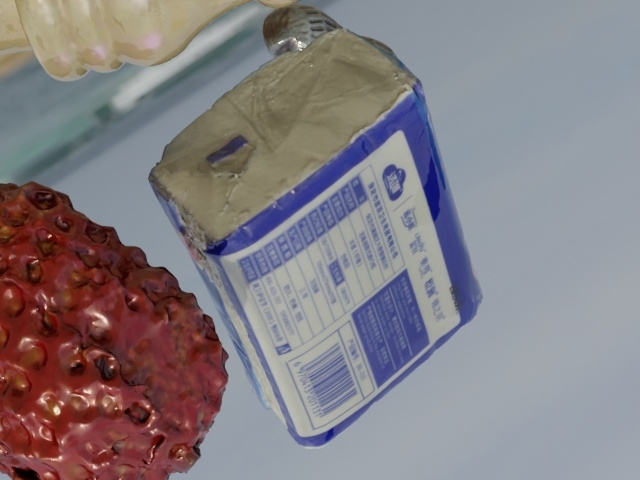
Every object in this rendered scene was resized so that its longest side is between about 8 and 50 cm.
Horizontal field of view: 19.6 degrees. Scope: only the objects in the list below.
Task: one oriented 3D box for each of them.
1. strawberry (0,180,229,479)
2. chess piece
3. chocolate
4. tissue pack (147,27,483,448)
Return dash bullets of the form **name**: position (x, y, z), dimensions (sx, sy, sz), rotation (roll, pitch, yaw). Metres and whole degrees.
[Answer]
- **strawberry**: position (-0.175, 0.080, 1.215), dimensions (0.190, 0.236, 0.111), rotation (-27, -164, 18)
- **chess piece**: position (-0.152, -0.148, 1.103), dimensions (0.307, 0.139, 0.124), rotation (-6, -172, 9)
- **chocolate**: position (0.011, -0.199, 1.964), dimensions (0.072, 0.167, 0.072), rotation (-48, -150, 39)
- **tissue pack**: position (0.000, 0.000, 1.420), dimensions (0.209, 0.270, 0.137), rotation (-41, -129, -16)
